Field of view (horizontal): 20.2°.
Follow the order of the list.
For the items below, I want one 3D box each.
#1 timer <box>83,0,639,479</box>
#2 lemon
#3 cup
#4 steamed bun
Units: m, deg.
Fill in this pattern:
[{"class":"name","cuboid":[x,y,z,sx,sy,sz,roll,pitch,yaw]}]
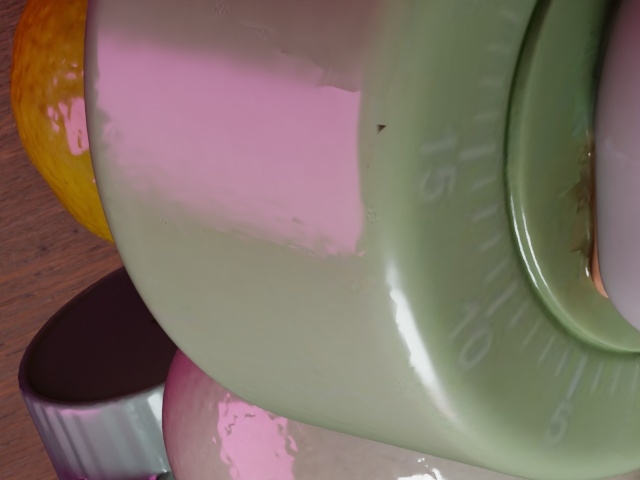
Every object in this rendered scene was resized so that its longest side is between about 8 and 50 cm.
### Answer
[{"class":"timer","cuboid":[0.132,-0.034,0.527,0.315,0.291,0.290,23,137,46]},{"class":"lemon","cuboid":[-0.092,-0.115,1.306,0.293,0.293,0.293,159,90,-79]},{"class":"cup","cuboid":[-0.061,0.240,1.531,0.401,0.310,0.392,-104,-10,-65]},{"class":"steamed bun","cuboid":[0.053,0.122,0.995,0.283,0.283,0.177,101,167,-69]}]
